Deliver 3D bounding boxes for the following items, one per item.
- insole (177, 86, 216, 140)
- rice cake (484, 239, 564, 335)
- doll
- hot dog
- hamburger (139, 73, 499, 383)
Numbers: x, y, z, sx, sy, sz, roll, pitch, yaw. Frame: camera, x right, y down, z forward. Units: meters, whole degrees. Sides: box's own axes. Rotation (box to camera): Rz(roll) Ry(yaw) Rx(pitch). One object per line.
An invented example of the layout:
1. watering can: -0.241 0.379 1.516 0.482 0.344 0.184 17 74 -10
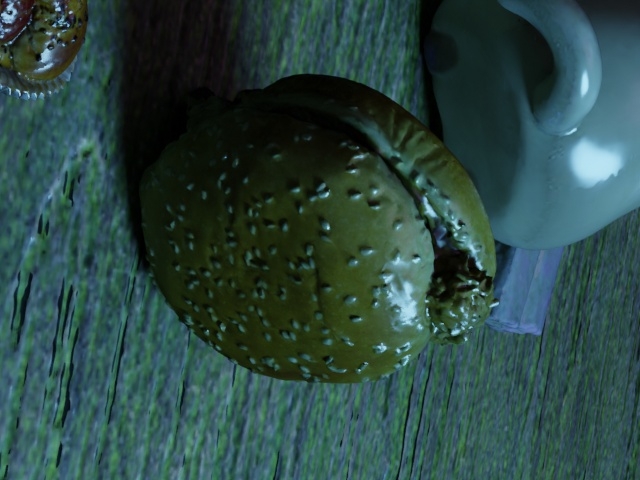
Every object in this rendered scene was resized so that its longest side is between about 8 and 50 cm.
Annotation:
1. insole: -0.065 -0.011 1.207 0.064 0.004 0.188 -38 128 -46
2. rice cake: 0.182 -0.063 1.569 0.106 0.050 0.298 35 66 -55
3. doll: 0.239 -0.122 1.437 0.370 0.226 0.215 -13 85 -41
4. hot dog: -0.159 -0.166 0.968 0.099 0.053 0.192 -31 124 -58
5. hamburger: 0.000 0.000 1.109 0.122 0.215 0.189 -45 132 -40
